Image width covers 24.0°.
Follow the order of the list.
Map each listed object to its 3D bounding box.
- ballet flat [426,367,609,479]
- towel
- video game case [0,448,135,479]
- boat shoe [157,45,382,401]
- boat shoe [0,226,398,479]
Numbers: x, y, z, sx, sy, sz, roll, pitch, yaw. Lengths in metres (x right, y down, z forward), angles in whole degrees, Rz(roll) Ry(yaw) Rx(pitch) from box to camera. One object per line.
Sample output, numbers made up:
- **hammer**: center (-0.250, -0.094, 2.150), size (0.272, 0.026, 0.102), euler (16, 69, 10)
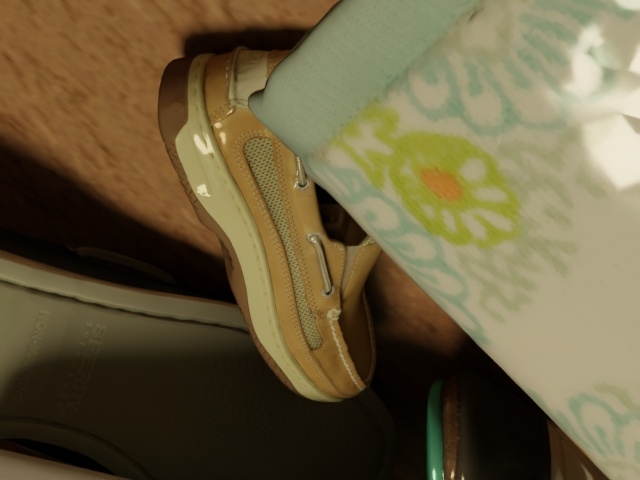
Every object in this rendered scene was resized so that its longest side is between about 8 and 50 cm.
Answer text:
- **ballet flat**: center (0.095, 0.136, 0.744), size (0.096, 0.095, 0.280), euler (2, 153, 3)
- **towel**: center (0.188, -0.022, 0.388), size (0.320, 0.090, 0.374), euler (47, 136, -4)
- **video game case**: center (-0.056, 0.154, 0.704), size (0.227, 0.026, 0.206), euler (14, 157, -5)
- **boat shoe**: center (0.000, 0.000, 0.614), size (0.072, 0.068, 0.190), euler (-11, 138, 15)
- **boat shoe**: center (-0.098, 0.057, 0.704), size (0.302, 0.114, 0.091), euler (28, -178, -30)
